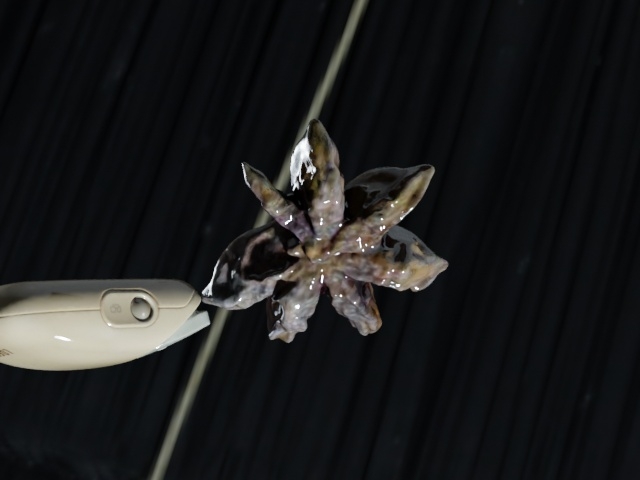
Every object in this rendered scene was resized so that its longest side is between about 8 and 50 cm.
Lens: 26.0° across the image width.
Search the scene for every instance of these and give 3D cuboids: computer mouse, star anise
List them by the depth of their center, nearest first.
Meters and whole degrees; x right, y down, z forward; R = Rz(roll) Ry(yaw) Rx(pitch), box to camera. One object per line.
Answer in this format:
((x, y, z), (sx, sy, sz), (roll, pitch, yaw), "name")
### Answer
((0.014, 0.007, 1.169), (0.197, 0.212, 0.073), (12, -152, -13), "star anise")
((-0.224, 0.081, 1.327), (0.237, 0.082, 0.145), (3, 168, -44), "computer mouse")
